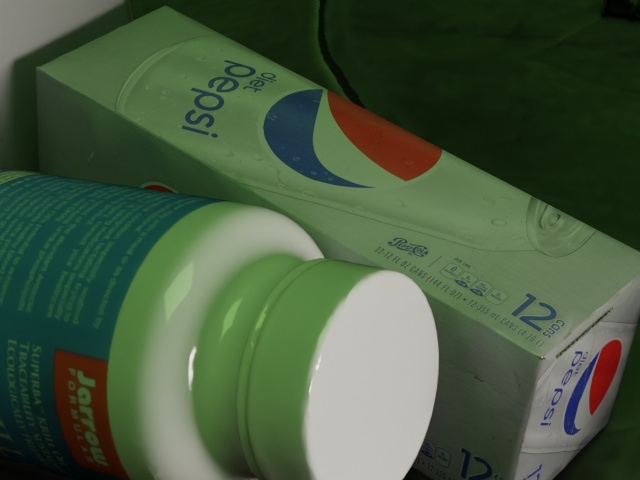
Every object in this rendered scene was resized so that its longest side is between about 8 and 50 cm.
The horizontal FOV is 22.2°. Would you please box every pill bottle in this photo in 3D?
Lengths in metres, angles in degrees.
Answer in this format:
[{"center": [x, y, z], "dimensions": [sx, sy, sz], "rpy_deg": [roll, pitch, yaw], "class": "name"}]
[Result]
[{"center": [-0.070, 0.041, 0.659], "dimensions": [0.221, 0.124, 0.124], "rpy_deg": [8, 46, 35], "class": "pill bottle"}]

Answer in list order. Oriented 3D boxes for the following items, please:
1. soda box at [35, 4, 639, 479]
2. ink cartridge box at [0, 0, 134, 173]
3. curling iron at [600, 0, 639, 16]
[{"center": [0.000, 0.000, 0.738], "dimensions": [0.286, 0.098, 0.091], "rpy_deg": [30, 43, 28], "class": "soda box"}, {"center": [-0.235, -0.114, 0.818], "dimensions": [0.233, 0.168, 0.171], "rpy_deg": [26, 54, 26], "class": "ink cartridge box"}, {"center": [0.127, -0.214, 0.980], "dimensions": [0.068, 0.035, 0.274], "rpy_deg": [-28, 52, -21], "class": "curling iron"}]
